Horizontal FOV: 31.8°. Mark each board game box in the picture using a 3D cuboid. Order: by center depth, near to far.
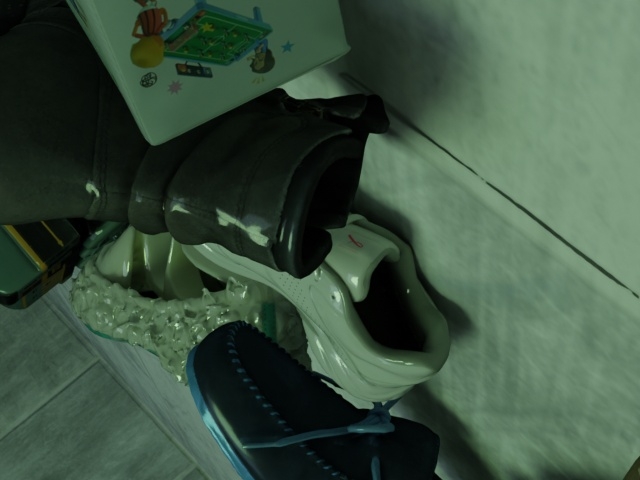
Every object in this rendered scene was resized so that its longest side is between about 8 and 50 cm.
[{"bbox_3d":[-0.102,-0.215,0.387,0.224,0.097,0.303,54,167,36],"label":"board game box"}]

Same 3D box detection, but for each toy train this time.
[{"bbox_3d":[-0.320,-0.008,1.281,0.142,0.190,0.334,52,163,-3],"label":"toy train"}]

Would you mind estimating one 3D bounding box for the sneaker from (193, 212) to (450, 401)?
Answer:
[{"bbox_3d":[0.000,0.000,0.695,0.232,0.090,0.115,43,157,-7],"label":"sneaker"}]

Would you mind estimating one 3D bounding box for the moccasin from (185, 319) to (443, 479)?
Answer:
[{"bbox_3d":[0.048,0.174,0.857,0.342,0.117,0.137,45,-154,-18],"label":"moccasin"}]

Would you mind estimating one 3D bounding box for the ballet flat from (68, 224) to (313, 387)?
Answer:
[{"bbox_3d":[-0.129,0.043,1.071,0.409,0.147,0.147,19,145,55],"label":"ballet flat"}]

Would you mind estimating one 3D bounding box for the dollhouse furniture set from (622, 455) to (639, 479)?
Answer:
[{"bbox_3d":[0.102,0.127,0.382,0.135,0.259,0.262,34,157,19],"label":"dollhouse furniture set"}]

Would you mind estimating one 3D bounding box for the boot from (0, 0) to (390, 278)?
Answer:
[{"bbox_3d":[-0.076,-0.073,0.603,0.223,0.338,0.118,11,118,1],"label":"boot"}]
